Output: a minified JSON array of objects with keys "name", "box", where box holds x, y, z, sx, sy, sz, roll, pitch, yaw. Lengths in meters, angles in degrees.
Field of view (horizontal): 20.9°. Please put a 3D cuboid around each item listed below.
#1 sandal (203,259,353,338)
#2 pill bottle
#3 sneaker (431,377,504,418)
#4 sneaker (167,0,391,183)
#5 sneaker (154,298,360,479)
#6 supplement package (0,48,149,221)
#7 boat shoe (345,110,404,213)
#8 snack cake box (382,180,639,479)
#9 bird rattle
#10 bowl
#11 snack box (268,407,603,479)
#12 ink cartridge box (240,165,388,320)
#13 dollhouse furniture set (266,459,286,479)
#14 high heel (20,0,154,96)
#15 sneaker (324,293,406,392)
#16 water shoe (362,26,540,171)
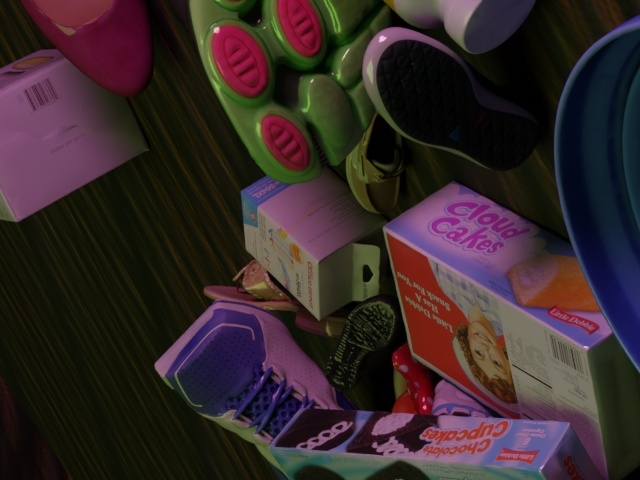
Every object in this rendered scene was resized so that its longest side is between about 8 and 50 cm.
[{"name":"sandal","box":[-0.034,0.043,1.894,0.240,0.088,0.079,16,102,48]},{"name":"pill bottle","box":[0.074,-0.224,1.294,0.184,0.103,0.103,47,154,26]},{"name":"sneaker","box":[0.181,0.176,1.567,0.190,0.083,0.071,30,120,-19]},{"name":"sneaker","box":[-0.086,-0.275,1.496,0.483,0.185,0.202,67,164,6]},{"name":"sneaker","box":[-0.009,0.194,1.796,0.315,0.127,0.182,42,178,-37]},{"name":"supplement package","box":[-0.357,-0.134,2.136,0.203,0.194,0.149,7,124,60]},{"name":"boat shoe","box":[0.052,-0.076,1.580,0.045,0.050,0.135,41,151,47]},{"name":"snack cake box","box":[0.176,0.074,1.469,0.264,0.089,0.152,32,147,46]},{"name":"bird rattle","box":[0.108,0.186,1.704,0.207,0.143,0.253,-138,27,-70]},{"name":"bowl","box":[0.315,0.015,1.139,0.391,0.077,0.391,45,153,30]},{"name":"snack box","box":[0.120,0.235,1.507,0.322,0.060,0.187,-3,128,47]},{"name":"ink cartridge box","box":[0.000,0.000,1.724,0.143,0.090,0.092,43,152,33]},{"name":"dollhouse furniture set","box":[-0.121,0.300,2.056,0.198,0.303,0.286,54,156,8]},{"name":"high heel","box":[-0.290,-0.304,1.793,0.377,0.127,0.181,57,-173,-13]},{"name":"sneaker","box":[0.055,0.094,1.742,0.051,0.089,0.170,42,135,11]},{"name":"water shoe","box":[0.087,-0.113,1.336,0.203,0.073,0.080,31,-167,-46]}]
